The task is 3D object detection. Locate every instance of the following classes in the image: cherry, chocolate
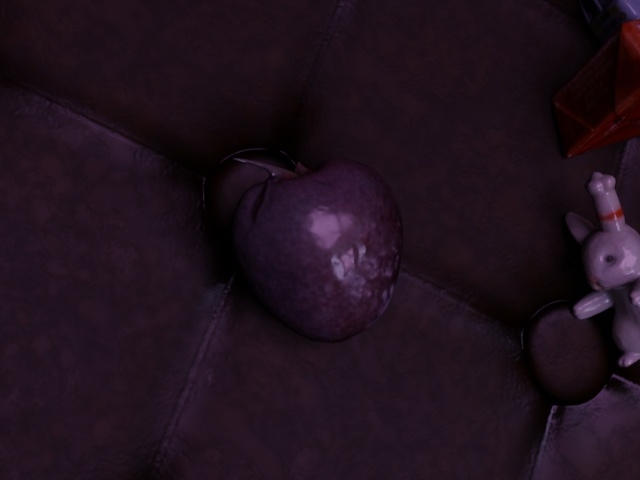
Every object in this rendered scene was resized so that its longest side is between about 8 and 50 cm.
[{"bbox_3d":[0.000,0.000,1.188,0.213,0.183,0.266,-20,103,-15],"label":"cherry"},{"bbox_3d":[0.480,-0.234,1.399,0.237,0.235,0.108,-18,74,-22],"label":"chocolate"}]

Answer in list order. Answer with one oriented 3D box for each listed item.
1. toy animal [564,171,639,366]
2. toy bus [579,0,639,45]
[{"bbox_3d":[0.423,0.050,1.369,0.282,0.140,0.138,47,59,-11],"label":"toy animal"},{"bbox_3d":[0.551,-0.422,1.527,0.329,0.109,0.136,-36,84,-23],"label":"toy bus"}]
